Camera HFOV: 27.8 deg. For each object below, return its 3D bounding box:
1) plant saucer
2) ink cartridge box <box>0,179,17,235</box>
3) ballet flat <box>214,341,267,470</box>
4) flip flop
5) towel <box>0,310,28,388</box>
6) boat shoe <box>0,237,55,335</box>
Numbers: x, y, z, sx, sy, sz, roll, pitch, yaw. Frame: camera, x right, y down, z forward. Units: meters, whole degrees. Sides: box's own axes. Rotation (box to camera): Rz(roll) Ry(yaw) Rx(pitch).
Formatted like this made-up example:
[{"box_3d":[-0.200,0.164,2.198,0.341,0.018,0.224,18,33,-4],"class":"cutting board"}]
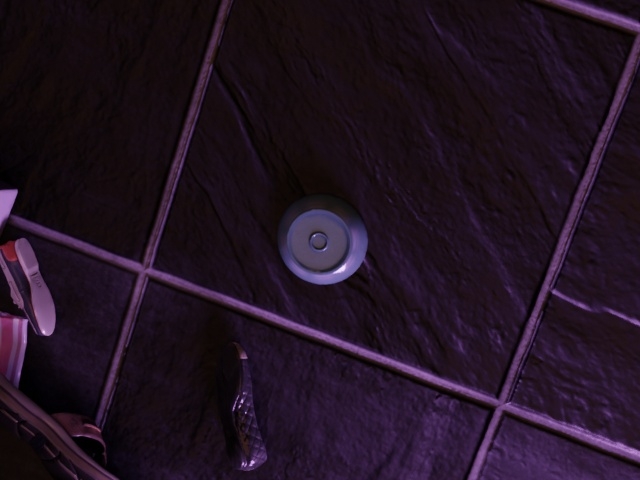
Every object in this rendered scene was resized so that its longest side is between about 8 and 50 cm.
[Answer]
[{"box_3d":[0.000,0.000,1.655,0.119,0.021,0.119,2,101,12],"class":"plant saucer"},{"box_3d":[-0.547,-0.016,1.626,0.198,0.270,0.197,25,96,6],"class":"ink cartridge box"},{"box_3d":[-0.106,0.218,1.713,0.057,0.049,0.173,0,98,45],"class":"ballet flat"},{"box_3d":[-0.345,0.260,1.738,0.277,0.080,0.112,45,145,-7],"class":"flip flop"},{"box_3d":[-0.503,0.155,1.783,0.197,0.029,0.144,12,103,9],"class":"towel"},{"box_3d":[-0.395,0.065,1.734,0.043,0.049,0.137,-18,94,17],"class":"boat shoe"}]
